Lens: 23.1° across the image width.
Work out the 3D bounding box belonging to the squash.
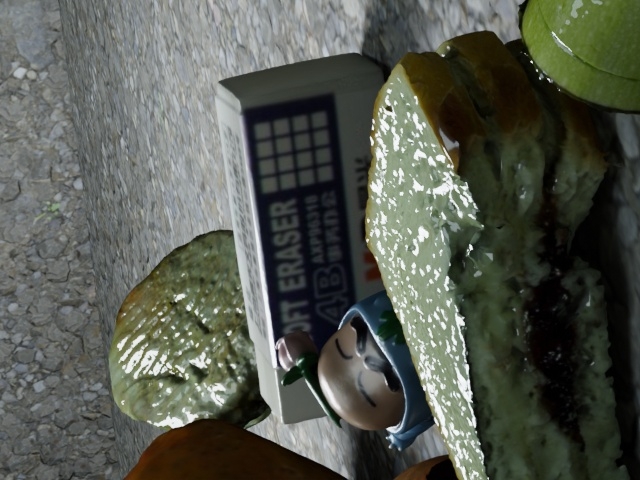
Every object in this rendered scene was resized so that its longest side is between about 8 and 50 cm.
[{"bbox_3d":[0.162,-0.149,0.665,0.224,0.094,0.094,113,141,-55],"label":"squash"}]

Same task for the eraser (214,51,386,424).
[{"bbox_3d":[0.000,0.000,1.250,0.081,0.124,0.279,-138,37,-64],"label":"eraser"}]

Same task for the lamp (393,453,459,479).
[{"bbox_3d":[0.098,0.212,1.064,0.136,0.136,0.136,167,90,-74],"label":"lamp"}]

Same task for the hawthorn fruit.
[{"bbox_3d":[-0.066,0.318,1.446,0.308,0.308,0.325,112,145,-64],"label":"hawthorn fruit"}]

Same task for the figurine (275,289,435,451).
[{"bbox_3d":[0.045,0.106,1.168,0.178,0.144,0.114,83,171,-64],"label":"figurine"}]

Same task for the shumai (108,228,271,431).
[{"bbox_3d":[-0.076,0.114,1.644,0.272,0.203,0.222,-2,72,49],"label":"shumai"}]

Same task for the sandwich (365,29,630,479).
[{"bbox_3d":[0.113,0.039,0.935,0.254,0.099,0.288,104,149,-60],"label":"sandwich"}]
